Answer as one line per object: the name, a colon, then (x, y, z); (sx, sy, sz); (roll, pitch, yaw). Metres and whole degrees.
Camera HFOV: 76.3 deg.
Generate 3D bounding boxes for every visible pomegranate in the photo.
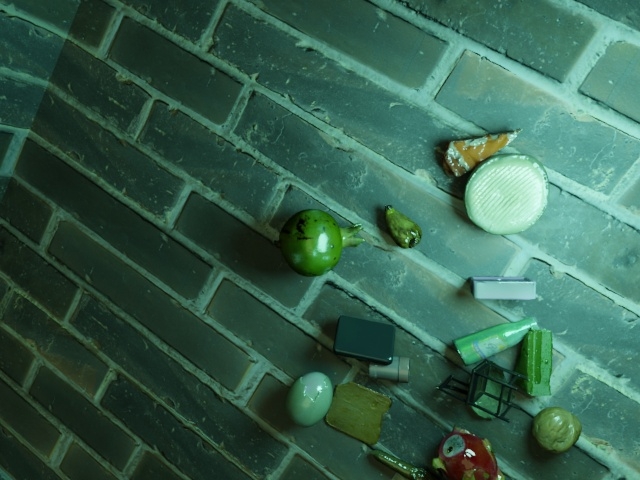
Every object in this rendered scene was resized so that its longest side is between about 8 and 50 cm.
pomegranate: (0.000, 0.000, 1.558); (0.341, 0.260, 0.260); (-14, 91, 3)

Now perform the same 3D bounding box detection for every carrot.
carrot: (0.357, 0.925, 1.630); (0.343, 0.070, 0.070); (23, 101, 13)

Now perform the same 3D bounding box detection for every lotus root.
lotus root: (0.303, -0.055, 1.545); (0.108, 0.094, 0.190); (-34, 76, -8)

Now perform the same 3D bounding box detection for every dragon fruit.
dragon fruit: (0.543, 0.817, 1.500); (0.224, 0.224, 0.227); (-33, 98, 16)

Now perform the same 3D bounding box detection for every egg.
egg: (-0.039, 0.633, 1.653); (0.183, 0.183, 0.217); (40, 89, 9)

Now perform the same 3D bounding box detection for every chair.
chair: (0.562, 0.506, 1.441); (0.260, 0.155, 0.141); (15, 101, 38)

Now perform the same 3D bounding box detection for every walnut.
walnut: (0.829, 0.667, 1.438); (0.167, 0.149, 0.166); (-1, 117, -2)

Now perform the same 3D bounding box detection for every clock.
clock: (0.637, 0.165, 1.439); (0.197, 0.150, 0.063); (-1, 92, 15)

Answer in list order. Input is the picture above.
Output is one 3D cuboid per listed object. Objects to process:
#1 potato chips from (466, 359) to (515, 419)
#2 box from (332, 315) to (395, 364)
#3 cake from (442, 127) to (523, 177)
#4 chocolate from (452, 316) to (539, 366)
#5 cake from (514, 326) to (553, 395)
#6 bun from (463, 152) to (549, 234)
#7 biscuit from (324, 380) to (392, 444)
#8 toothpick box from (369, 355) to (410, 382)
potato chips: (0.637, 0.557, 1.520); (0.167, 0.059, 0.228); (29, 111, 19)
box: (0.171, 0.384, 1.581); (0.231, 0.050, 0.160); (11, 56, 4)
cake: (0.562, -0.337, 1.440); (0.288, 0.098, 0.135); (-27, 88, 16)
chocolate: (0.640, 0.360, 1.485); (0.291, 0.110, 0.110); (-26, 88, 13)
cake: (0.760, 0.427, 1.420); (0.100, 0.099, 0.235); (2, 109, -8)
bun: (0.636, -0.159, 1.412); (0.288, 0.146, 0.287); (3, 99, 16)
biscuit: (0.154, 0.709, 1.690); (0.237, 0.013, 0.231); (20, 100, 12)
toothpick box: (0.271, 0.499, 1.595); (0.149, 0.098, 0.098); (2, 96, 15)
